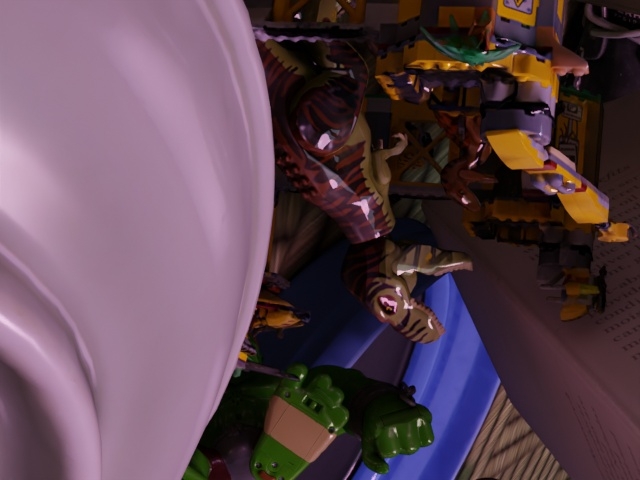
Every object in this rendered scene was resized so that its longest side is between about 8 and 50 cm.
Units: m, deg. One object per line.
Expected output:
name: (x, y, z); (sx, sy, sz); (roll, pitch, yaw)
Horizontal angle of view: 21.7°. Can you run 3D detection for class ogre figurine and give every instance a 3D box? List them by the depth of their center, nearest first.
ogre figurine: (-0.045, 0.102, 0.875); (0.197, 0.097, 0.118); (-30, -175, 5)

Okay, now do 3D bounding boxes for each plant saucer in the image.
plant saucer: (-0.168, 0.061, 0.408); (0.400, 0.100, 0.400); (-22, 137, -22)

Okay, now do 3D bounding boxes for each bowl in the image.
bowl: (0.000, 0.158, 1.132); (0.391, 0.077, 0.391); (-47, 156, -29)

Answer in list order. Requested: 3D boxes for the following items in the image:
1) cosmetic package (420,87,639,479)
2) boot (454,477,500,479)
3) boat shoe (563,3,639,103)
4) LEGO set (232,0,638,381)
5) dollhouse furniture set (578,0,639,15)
cosmetic package: (0.231, 0.054, 0.824); (0.230, 0.453, 0.161); (-26, 111, -2)
boot: (0.108, 0.253, 1.471); (0.248, 0.090, 0.207); (-39, 153, -34)
boat shoe: (0.237, -0.167, 1.208); (0.119, 0.121, 0.335); (13, 95, -60)
LEGO set: (0.000, 0.000, 0.677); (0.331, 0.255, 0.192); (68, 28, -77)
dollhouse furniture set: (0.187, -0.166, 0.948); (0.242, 0.212, 0.161); (-76, 179, -55)
